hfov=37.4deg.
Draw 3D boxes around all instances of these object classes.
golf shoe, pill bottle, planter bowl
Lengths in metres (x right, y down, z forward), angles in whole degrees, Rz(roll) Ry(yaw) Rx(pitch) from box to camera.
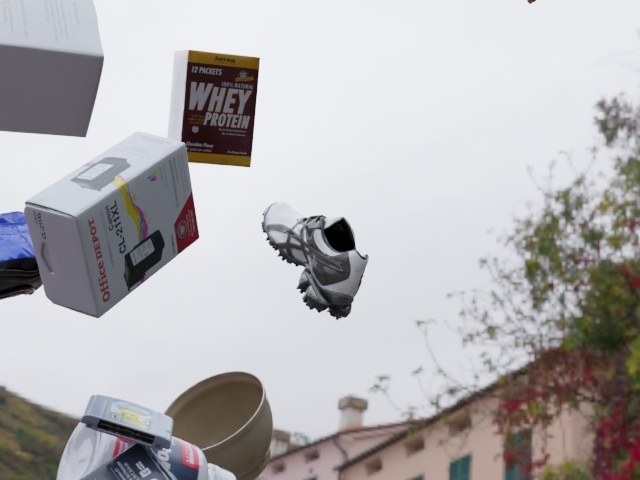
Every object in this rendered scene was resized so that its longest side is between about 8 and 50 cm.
[{"bbox_3d":[0.000,0.000,1.085,0.077,0.198,0.094,15,-64,-39],"label":"golf shoe"},{"bbox_3d":[-0.186,0.264,1.040,0.180,0.108,0.108,29,-35,-30],"label":"pill bottle"},{"bbox_3d":[-0.133,0.278,1.330,0.162,0.162,0.109,-9,-60,28],"label":"planter bowl"}]

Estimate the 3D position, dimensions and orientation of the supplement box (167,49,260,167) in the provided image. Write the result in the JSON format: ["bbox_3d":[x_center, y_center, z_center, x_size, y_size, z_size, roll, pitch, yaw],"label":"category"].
[{"bbox_3d":[-0.199,-0.242,1.723,0.129,0.194,0.191,3,9,-17],"label":"supplement box"}]

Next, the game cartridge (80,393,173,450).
[{"bbox_3d":[-0.176,0.166,0.870,0.083,0.017,0.056,20,6,-10],"label":"game cartridge"}]

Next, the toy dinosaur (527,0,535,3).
[{"bbox_3d":[0.306,-0.434,1.232,0.164,0.322,0.218,-6,-33,-4],"label":"toy dinosaur"}]

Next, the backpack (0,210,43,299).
[{"bbox_3d":[-0.392,0.021,1.148,0.098,0.101,0.120,-50,-16,28],"label":"backpack"}]

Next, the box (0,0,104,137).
[{"bbox_3d":[-0.525,-0.299,1.440,0.345,0.215,0.168,2,-44,-25],"label":"box"}]

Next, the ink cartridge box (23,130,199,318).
[{"bbox_3d":[-0.215,-0.019,1.006,0.072,0.175,0.128,15,-53,27],"label":"ink cartridge box"}]

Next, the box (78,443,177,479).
[{"bbox_3d":[-0.205,0.310,0.850,0.108,0.207,0.153,38,-31,41],"label":"box"}]
